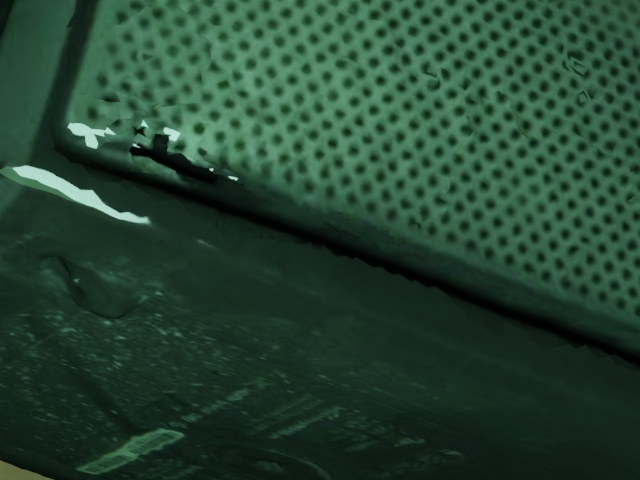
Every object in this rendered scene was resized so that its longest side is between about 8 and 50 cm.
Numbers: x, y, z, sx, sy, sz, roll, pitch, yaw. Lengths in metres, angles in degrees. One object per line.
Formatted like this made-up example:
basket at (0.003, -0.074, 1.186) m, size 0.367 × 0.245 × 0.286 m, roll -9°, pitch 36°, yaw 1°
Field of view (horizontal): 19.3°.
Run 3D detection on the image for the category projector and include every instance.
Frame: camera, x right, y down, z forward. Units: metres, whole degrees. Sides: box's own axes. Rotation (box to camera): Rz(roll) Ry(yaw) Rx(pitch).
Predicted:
projector at (0.000, 0.000, 0.866) m, size 0.405 × 0.242 × 0.395 m, roll 21°, pitch 159°, yaw -19°

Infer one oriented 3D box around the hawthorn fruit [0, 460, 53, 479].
hawthorn fruit at (-0.140, 0.100, 1.162) m, size 0.295 × 0.295 × 0.311 m, roll 7°, pitch 127°, yaw 27°
